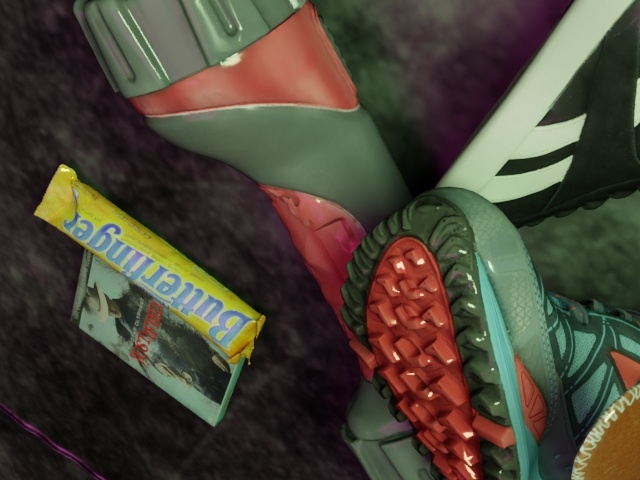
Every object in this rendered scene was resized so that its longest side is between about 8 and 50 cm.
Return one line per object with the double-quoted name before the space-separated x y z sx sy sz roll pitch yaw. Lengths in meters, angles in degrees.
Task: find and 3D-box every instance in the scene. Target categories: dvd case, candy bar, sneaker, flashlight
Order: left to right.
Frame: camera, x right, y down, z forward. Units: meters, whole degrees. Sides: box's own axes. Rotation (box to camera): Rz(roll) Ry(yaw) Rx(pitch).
"candy bar" -0.098 0.015 0.786 0.161 0.018 0.040 36 116 11
"dvd case" -0.102 0.056 0.833 0.119 0.013 0.087 36 139 12
"flashlight" 0.000 0.000 0.633 0.103 0.103 0.304 -9 116 42
"sneaker" 0.099 0.058 0.576 0.104 0.125 0.262 33 158 45
"sneaker" 0.126 -0.031 0.520 0.121 0.079 0.217 36 142 3

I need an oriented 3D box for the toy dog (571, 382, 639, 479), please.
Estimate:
"toy dog" 0.192 0.084 0.425 0.220 0.161 0.333 24 110 6
